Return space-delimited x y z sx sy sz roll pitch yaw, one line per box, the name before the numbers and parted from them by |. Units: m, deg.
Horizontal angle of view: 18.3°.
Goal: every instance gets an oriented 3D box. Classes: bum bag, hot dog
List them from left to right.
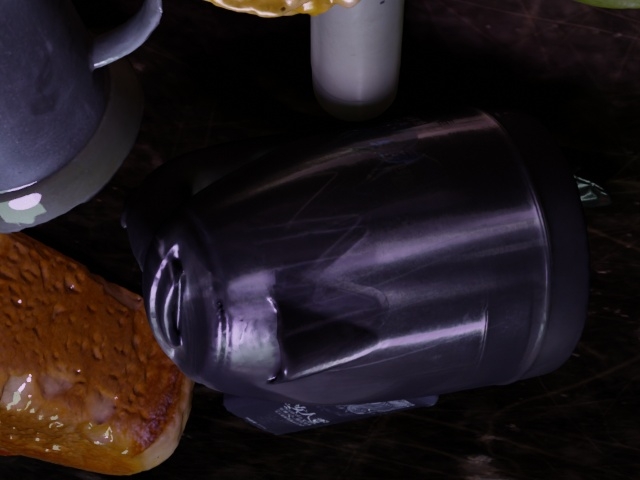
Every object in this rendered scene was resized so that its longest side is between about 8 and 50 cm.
hot dog | -0.335 0.112 2.051 0.405 0.185 0.223 32 146 -34
bum bag | 0.192 -0.055 1.686 0.124 0.034 0.058 17 167 -11

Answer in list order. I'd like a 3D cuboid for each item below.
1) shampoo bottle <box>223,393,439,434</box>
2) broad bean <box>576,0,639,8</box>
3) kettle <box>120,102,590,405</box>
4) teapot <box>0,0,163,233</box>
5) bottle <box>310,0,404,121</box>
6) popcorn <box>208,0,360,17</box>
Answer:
shampoo bottle | 0.039 0.144 2.097 0.309 0.071 0.098 -17 139 40
broad bean | 0.167 -0.201 1.395 0.213 0.048 0.070 15 151 -8
kettle | 0.000 0.000 1.587 0.324 0.321 0.228 -10 127 -24
teapot | -0.252 -0.179 1.463 0.270 0.200 0.337 -9 147 12
bottle | 0.027 -0.169 1.488 0.072 0.072 0.201 9 153 5
popcorn | -0.031 -0.229 1.286 0.180 0.180 0.170 6 -169 11
